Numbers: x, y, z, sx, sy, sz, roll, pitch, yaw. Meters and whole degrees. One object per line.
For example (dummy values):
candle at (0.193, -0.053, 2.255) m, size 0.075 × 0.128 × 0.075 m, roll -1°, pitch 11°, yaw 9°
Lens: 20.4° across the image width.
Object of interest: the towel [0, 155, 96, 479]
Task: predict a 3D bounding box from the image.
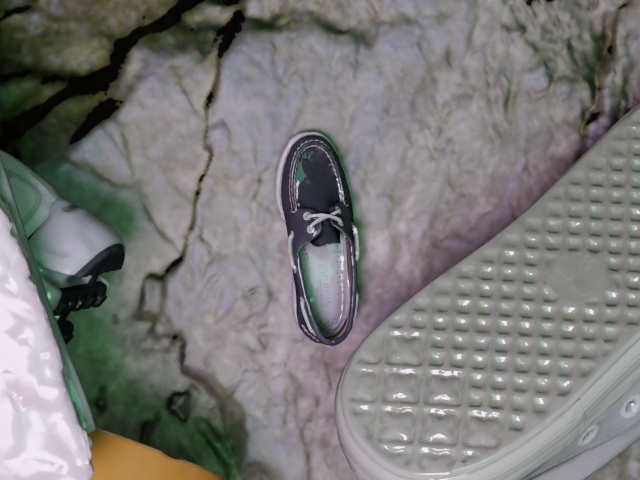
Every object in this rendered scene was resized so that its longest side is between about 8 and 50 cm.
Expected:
towel at (-0.305, 0.009, 0.875) m, size 0.317 × 0.053 × 0.331 m, roll -17°, pitch 96°, yaw 1°

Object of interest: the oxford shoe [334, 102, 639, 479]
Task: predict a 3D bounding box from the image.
oxford shoe at (0.202, 0.025, 1.057) m, size 0.449 × 0.169 × 0.130 m, roll -33°, pitch 148°, yaw -15°

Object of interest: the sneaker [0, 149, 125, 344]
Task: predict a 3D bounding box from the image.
sneaker at (-0.238, 0.074, 0.967) m, size 0.118 × 0.110 × 0.292 m, roll 43°, pitch 94°, yaw 6°

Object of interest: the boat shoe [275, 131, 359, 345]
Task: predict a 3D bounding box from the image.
boat shoe at (0.000, 0.000, 1.037) m, size 0.046 × 0.038 × 0.125 m, roll -3°, pitch 101°, yaw -14°

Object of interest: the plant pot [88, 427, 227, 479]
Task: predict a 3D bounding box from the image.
plant pot at (-0.141, 0.198, 0.968) m, size 0.205 × 0.205 × 0.188 m, roll 23°, pitch 78°, yaw -17°
